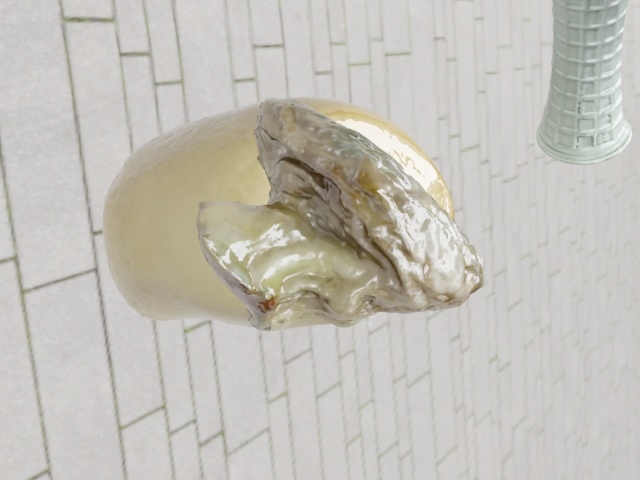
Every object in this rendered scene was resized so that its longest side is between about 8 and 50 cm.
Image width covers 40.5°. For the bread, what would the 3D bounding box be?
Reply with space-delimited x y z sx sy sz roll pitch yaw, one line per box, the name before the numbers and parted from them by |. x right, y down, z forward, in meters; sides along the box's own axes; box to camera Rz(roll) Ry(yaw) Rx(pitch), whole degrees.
bread | -0.073 -0.035 1.042 0.348 0.376 0.252 -19 98 -36

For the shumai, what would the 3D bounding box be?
shumai | 0.000 0.000 0.615 0.153 0.209 0.161 -44 163 -12

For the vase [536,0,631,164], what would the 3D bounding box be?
vase | 0.384 -0.264 1.249 0.143 0.143 0.298 -61 151 -35
